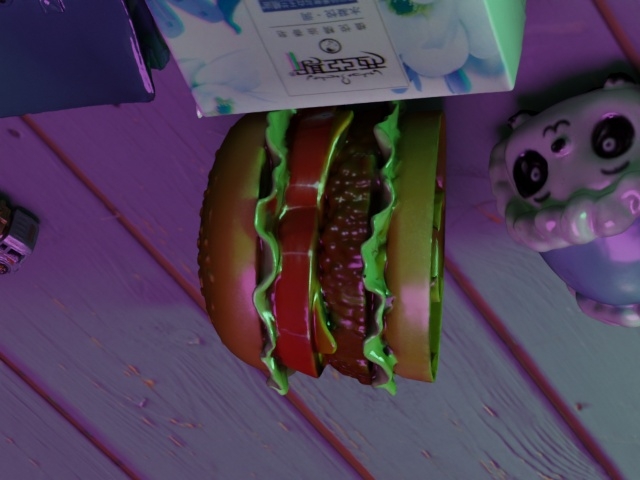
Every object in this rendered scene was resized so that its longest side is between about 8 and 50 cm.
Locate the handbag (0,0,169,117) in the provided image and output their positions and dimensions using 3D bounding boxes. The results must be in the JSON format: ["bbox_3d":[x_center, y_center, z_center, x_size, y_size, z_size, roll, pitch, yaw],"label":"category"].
[{"bbox_3d":[-0.255,-0.182,1.657,0.221,0.057,0.144,-3,133,21],"label":"handbag"}]

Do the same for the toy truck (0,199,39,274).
[{"bbox_3d":[-0.340,-0.020,1.886,0.123,0.052,0.063,33,132,-24],"label":"toy truck"}]

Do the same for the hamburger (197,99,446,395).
[{"bbox_3d":[0.000,0.000,1.635,0.212,0.274,0.274,2,142,6],"label":"hamburger"}]

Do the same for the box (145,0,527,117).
[{"bbox_3d":[0.006,-0.213,1.485,0.274,0.116,0.203,-3,141,19],"label":"box"}]

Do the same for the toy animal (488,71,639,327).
[{"bbox_3d":[0.254,-0.030,1.627,0.208,0.156,0.204,-20,136,30],"label":"toy animal"}]
